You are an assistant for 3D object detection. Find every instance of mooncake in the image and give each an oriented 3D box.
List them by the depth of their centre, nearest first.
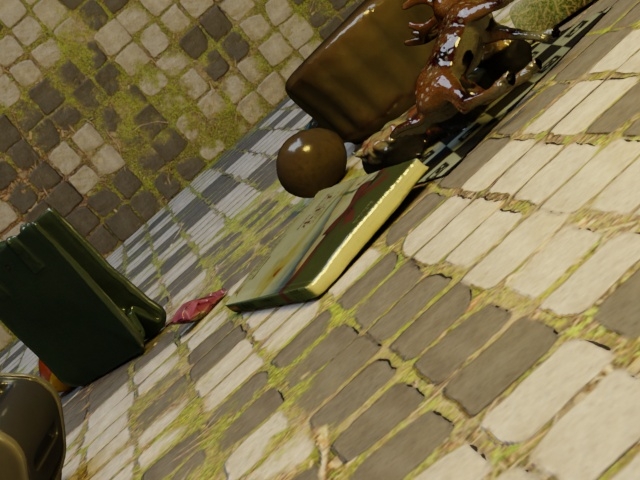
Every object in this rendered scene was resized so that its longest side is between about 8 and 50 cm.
[{"bbox_3d":[0.094,-0.278,1.914,0.290,0.161,0.290,-42,9,8],"label":"mooncake"}]

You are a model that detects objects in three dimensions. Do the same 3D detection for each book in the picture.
[{"bbox_3d":[0.000,0.000,1.446,0.201,0.026,0.289,-50,13,-20],"label":"book"}]

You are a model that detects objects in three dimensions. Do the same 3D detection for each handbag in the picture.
[{"bbox_3d":[-0.382,0.087,1.865,0.247,0.260,0.079,-30,20,46],"label":"handbag"}]

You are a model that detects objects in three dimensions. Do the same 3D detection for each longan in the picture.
[{"bbox_3d":[-0.011,-0.110,1.800,0.113,0.092,0.113,-32,-38,-29],"label":"longan"}]

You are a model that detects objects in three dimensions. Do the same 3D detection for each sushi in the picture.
[{"bbox_3d":[0.161,-0.170,1.494,0.294,0.059,0.292,-45,11,-22],"label":"sushi"}]

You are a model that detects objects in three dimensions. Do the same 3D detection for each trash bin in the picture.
[{"bbox_3d":[-0.411,0.283,1.387,0.290,0.182,0.209,-45,10,12],"label":"trash bin"}]

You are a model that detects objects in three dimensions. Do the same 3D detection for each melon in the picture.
[{"bbox_3d":[0.321,-0.308,1.552,0.098,0.054,0.182,-30,2,-33],"label":"melon"}]

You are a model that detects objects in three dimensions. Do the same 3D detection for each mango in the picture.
[{"bbox_3d":[-0.413,0.218,2.034,0.089,0.046,0.060,-39,10,39],"label":"mango"}]

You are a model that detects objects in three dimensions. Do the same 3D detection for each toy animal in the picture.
[{"bbox_3d":[0.149,-0.229,1.429,0.260,0.087,0.243,-4,46,49],"label":"toy animal"}]

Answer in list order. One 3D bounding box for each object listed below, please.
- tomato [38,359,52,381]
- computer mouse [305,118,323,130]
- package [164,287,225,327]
[{"bbox_3d":[-0.432,0.183,2.195,0.155,0.069,0.155,-39,11,9],"label":"tomato"},{"bbox_3d":[0.011,-0.207,2.253,0.135,0.047,0.079,-51,14,12],"label":"computer mouse"},{"bbox_3d":[-0.168,0.093,1.700,0.083,0.029,0.059,-38,9,-38],"label":"package"}]
